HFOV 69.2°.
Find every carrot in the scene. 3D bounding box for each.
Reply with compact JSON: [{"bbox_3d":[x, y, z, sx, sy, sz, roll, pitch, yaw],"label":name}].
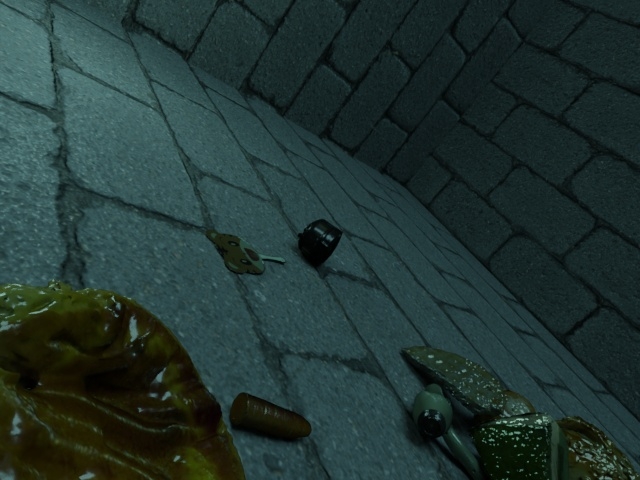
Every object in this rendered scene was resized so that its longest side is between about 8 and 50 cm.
[{"bbox_3d":[-0.067,0.273,0.703,0.139,0.048,0.048,30,20,-26],"label":"carrot"}]

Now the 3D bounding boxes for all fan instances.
[{"bbox_3d":[-0.167,0.035,1.127,0.226,0.008,0.153,13,30,-50],"label":"fan"}]

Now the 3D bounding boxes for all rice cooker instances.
[{"bbox_3d":[0.000,0.000,1.351,0.106,0.112,0.165,37,18,14],"label":"rice cooker"}]

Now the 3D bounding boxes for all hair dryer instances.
[{"bbox_3d":[0.280,0.401,1.018,0.225,0.088,0.219,49,13,-10],"label":"hair dryer"}]

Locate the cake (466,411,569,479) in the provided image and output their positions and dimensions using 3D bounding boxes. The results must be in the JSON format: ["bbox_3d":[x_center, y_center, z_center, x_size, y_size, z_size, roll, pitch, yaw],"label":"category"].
[{"bbox_3d":[0.440,0.483,0.899,0.158,0.172,0.284,44,17,-29],"label":"cake"}]

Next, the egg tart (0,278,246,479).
[{"bbox_3d":[-0.196,0.198,0.401,0.340,0.153,0.351,54,8,3],"label":"egg tart"}]

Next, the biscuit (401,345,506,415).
[{"bbox_3d":[0.345,0.334,1.147,0.141,0.038,0.289,-11,27,-34],"label":"biscuit"}]

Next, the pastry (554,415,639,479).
[{"bbox_3d":[0.640,0.555,1.096,0.315,0.184,0.285,18,33,-47],"label":"pastry"}]

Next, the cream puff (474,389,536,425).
[{"bbox_3d":[0.444,0.439,1.128,0.165,0.115,0.150,25,35,-6],"label":"cream puff"}]
